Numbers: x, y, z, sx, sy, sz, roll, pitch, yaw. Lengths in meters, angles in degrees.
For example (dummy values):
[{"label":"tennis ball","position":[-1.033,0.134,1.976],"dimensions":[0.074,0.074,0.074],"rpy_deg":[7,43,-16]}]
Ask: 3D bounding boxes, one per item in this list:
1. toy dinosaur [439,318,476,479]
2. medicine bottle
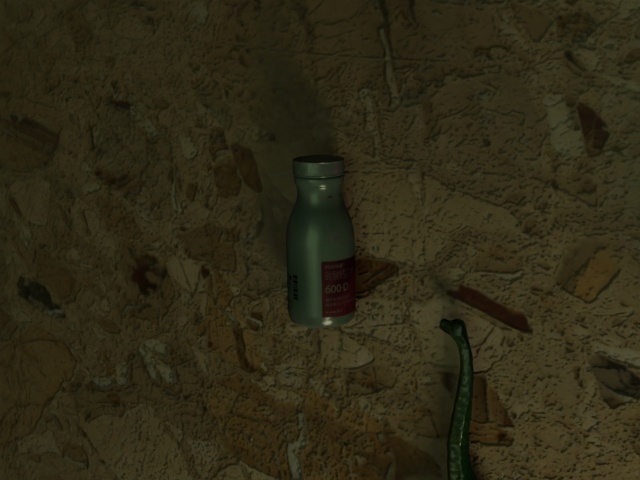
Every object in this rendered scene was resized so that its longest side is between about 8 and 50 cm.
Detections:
[{"label":"toy dinosaur","position":[0.225,0.346,1.377],"dimensions":[0.447,0.087,0.301],"rpy_deg":[47,114,10]},{"label":"medicine bottle","position":[0.000,0.000,1.410],"dimensions":[0.091,0.090,0.216],"rpy_deg":[7,105,30]}]
